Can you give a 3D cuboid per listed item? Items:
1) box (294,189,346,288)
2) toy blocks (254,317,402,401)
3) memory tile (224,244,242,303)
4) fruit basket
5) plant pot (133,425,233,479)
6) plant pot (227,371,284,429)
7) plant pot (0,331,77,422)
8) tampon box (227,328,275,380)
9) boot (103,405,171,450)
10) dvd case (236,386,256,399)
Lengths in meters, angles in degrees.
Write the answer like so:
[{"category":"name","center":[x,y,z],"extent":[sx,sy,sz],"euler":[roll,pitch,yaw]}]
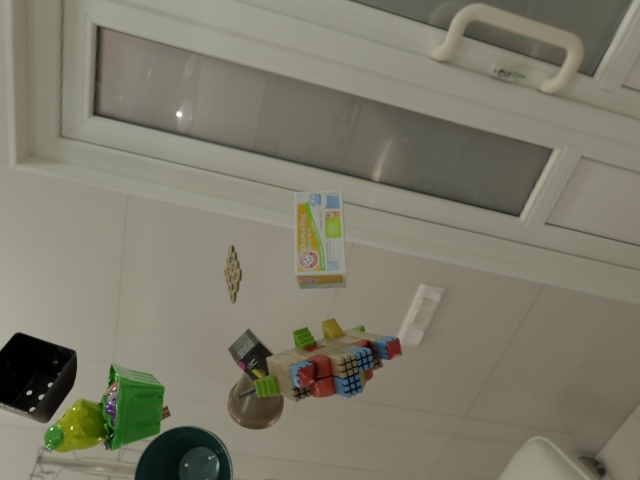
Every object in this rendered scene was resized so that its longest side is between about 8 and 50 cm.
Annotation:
[{"category":"box","center":[0.000,0.000,1.059],"extent":[0.103,0.114,0.203],"euler":[82,-175,-67]},{"category":"toy blocks","center":[0.042,0.336,1.259],"extent":[0.261,0.381,0.191],"euler":[-8,94,60]},{"category":"memory tile","center":[-0.243,0.090,1.287],"extent":[0.148,0.012,0.113],"euler":[-119,41,-50]},{"category":"fruit basket","center":[-0.786,0.612,1.699],"extent":[0.392,0.391,0.283],"euler":[150,124,-76]},{"category":"plant pot","center":[-0.403,0.728,1.459],"extent":[0.195,0.290,0.291],"euler":[88,-170,-71]},{"category":"plant pot","center":[-0.277,0.676,2.116],"extent":[0.263,0.262,0.229],"euler":[-95,18,-58]},{"category":"plant pot","center":[-0.792,0.398,1.289],"extent":[0.167,0.187,0.188],"euler":[101,-173,-45]},{"category":"tampon box","center":[-0.215,0.380,1.527],"extent":[0.101,0.120,0.161],"euler":[-45,18,-11]},{"category":"boot","center":[-0.795,0.809,2.038],"extent":[0.096,0.280,0.264],"euler":[59,159,24]},{"category":"dvd case","center":[-0.175,0.512,1.696],"extent":[0.164,0.221,0.018],"euler":[-30,79,32]}]
